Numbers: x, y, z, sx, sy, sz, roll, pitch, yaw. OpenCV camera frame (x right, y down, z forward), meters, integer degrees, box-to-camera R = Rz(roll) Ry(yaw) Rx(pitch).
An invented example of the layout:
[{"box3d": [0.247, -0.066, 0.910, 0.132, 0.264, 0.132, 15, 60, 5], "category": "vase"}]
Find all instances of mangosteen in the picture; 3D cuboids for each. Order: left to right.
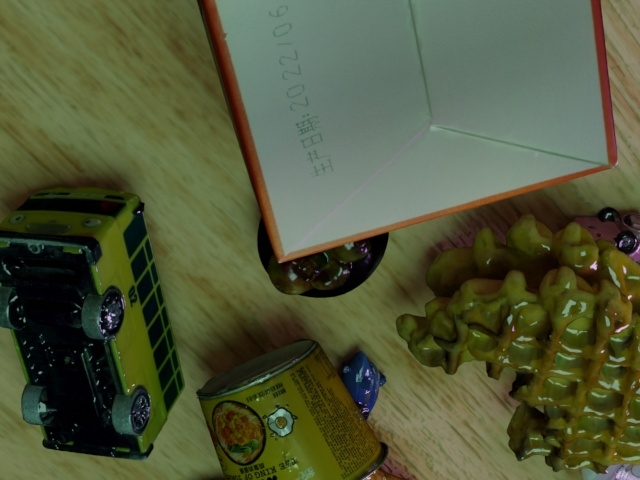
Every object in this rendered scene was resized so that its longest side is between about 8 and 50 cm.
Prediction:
[{"box3d": [0.000, 0.000, 1.458, 0.137, 0.151, 0.137, 2, 114, 5], "category": "mangosteen"}]

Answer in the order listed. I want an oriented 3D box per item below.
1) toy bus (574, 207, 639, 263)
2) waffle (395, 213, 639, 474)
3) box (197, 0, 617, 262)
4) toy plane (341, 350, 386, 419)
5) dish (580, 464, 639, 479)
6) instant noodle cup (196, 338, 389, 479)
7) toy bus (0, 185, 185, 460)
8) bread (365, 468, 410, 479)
[{"box3d": [0.368, 0.015, 1.604, 0.203, 0.063, 0.090, 1, 122, -14], "category": "toy bus"}, {"box3d": [0.259, 0.119, 1.552, 0.261, 0.151, 0.324, -13, 137, 41], "category": "waffle"}, {"box3d": [0.053, -0.222, 1.270, 0.318, 0.257, 0.349, -16, 125, -1], "category": "box"}, {"box3d": [0.047, 0.192, 1.653, 0.062, 0.054, 0.167, -20, 127, -31], "category": "toy plane"}, {"box3d": [0.411, 0.269, 1.771, 0.234, 0.064, 0.154, 25, 113, -26], "category": "dish"}, {"box3d": [-0.039, 0.194, 1.552, 0.182, 0.182, 0.144, -24, 97, 3], "category": "instant noodle cup"}, {"box3d": [-0.227, 0.075, 1.452, 0.128, 0.150, 0.262, 4, 125, 19], "category": "toy bus"}, {"box3d": [0.048, 0.309, 1.657, 0.114, 0.083, 0.211, -33, 157, 12], "category": "bread"}]
